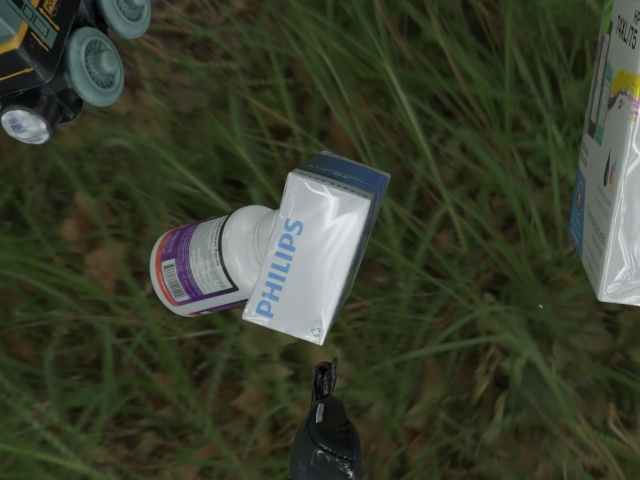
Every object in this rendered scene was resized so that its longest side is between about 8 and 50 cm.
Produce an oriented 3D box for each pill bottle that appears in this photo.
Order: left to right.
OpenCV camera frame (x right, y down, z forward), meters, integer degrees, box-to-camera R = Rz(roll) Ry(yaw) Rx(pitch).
[{"bbox_3d":[-0.094,0.020,1.894,0.193,0.108,0.108,-15,85,42],"label":"pill bottle"}]

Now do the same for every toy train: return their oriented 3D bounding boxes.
[{"bbox_3d":[-0.258,-0.253,1.580,0.142,0.190,0.334,-11,47,31],"label":"toy train"}]

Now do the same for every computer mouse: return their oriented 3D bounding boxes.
[{"bbox_3d":[-0.010,0.242,1.688,0.060,0.262,0.184,6,107,-8],"label":"computer mouse"}]

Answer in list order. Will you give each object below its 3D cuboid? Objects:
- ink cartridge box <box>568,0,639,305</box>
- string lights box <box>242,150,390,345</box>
[{"bbox_3d":[0.310,-0.098,1.240,0.197,0.198,0.270,7,105,0],"label":"ink cartridge box"},{"bbox_3d":[0.000,0.000,1.500,0.076,0.260,0.133,19,99,3],"label":"string lights box"}]
